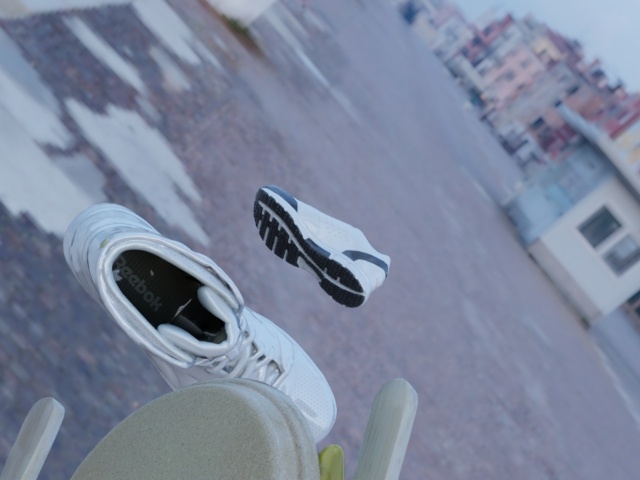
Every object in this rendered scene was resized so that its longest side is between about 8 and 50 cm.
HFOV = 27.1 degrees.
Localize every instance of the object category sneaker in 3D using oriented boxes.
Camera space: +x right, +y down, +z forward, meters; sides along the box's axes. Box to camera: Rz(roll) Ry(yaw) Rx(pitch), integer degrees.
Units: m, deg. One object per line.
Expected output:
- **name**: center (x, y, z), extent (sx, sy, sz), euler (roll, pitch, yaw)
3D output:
- **sneaker**: center (-0.084, 0.092, 1.078), extent (0.292, 0.108, 0.169), euler (41, -5, -19)
- **sneaker**: center (0.000, 0.000, 0.888), extent (0.109, 0.040, 0.044), euler (42, 48, 16)

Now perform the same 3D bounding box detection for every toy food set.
- **toy food set**: center (-0.047, 0.107, 0.436), extent (0.038, 0.192, 0.132), euler (43, 55, -36)
